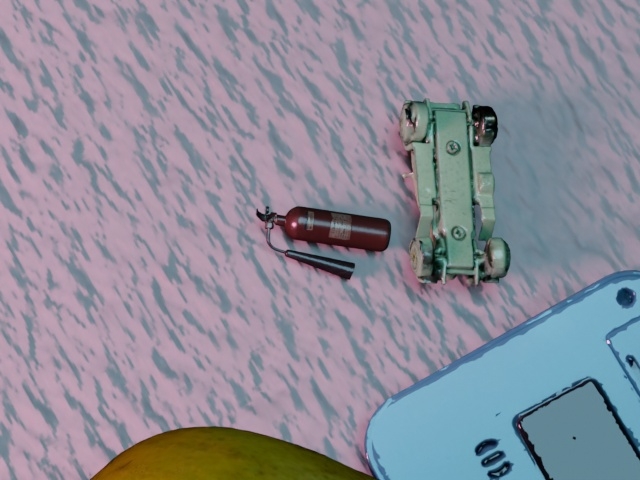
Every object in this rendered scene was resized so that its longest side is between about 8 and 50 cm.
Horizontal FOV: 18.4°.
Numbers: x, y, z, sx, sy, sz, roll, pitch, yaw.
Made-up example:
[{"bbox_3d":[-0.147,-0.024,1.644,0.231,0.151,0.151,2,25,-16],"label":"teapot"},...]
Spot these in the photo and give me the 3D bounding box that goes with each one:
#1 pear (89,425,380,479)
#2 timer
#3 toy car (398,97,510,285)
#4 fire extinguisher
[{"bbox_3d":[-0.028,0.253,1.160,0.375,0.287,0.287,-6,70,-30],"label":"pear"},{"bbox_3d":[0.178,0.171,1.368,0.250,0.091,0.232,-27,78,-10],"label":"timer"},{"bbox_3d":[0.094,-0.034,1.426,0.073,0.054,0.143,1,70,-15],"label":"toy car"},{"bbox_3d":[-0.001,0.001,1.407,0.100,0.032,0.046,7,101,-11],"label":"fire extinguisher"}]
